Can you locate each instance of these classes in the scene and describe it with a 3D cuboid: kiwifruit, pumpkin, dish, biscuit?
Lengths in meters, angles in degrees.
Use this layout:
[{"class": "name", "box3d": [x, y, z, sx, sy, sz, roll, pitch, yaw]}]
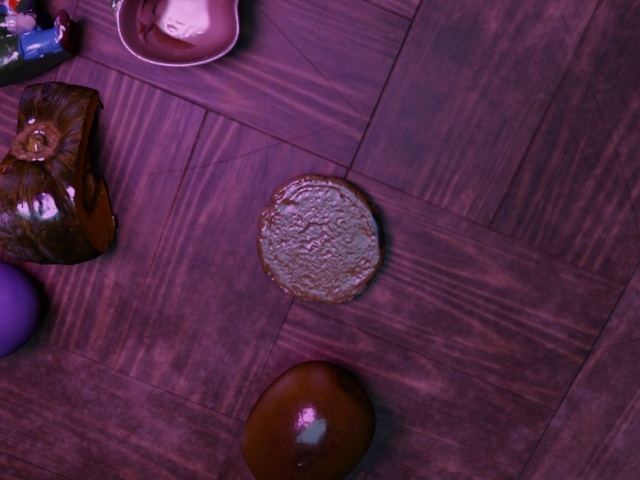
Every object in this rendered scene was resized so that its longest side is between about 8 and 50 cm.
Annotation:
[{"class": "kiwifruit", "box3d": [-0.025, 0.316, 1.067, 0.196, 0.196, 0.234, 44, 108, -6]}, {"class": "pumpkin", "box3d": [-0.417, -0.095, 1.052, 0.139, 0.190, 0.280, 0, 60, 4]}, {"class": "dish", "box3d": [-0.208, -0.365, 0.971, 0.213, 0.090, 0.213, 0, 104, 1]}, {"class": "biscuit", "box3d": [0.000, 0.000, 1.065, 0.226, 0.042, 0.226, 1, 105, 4]}]

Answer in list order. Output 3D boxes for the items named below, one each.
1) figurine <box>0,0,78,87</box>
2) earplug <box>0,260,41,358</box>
[{"class": "figurine", "box3d": [-0.491, -0.367, 0.978, 0.185, 0.127, 0.234, -24, 90, 4]}, {"class": "earplug", "box3d": [-0.695, 0.101, 1.057, 0.456, 0.215, 0.215, 6, 103, -1]}]
